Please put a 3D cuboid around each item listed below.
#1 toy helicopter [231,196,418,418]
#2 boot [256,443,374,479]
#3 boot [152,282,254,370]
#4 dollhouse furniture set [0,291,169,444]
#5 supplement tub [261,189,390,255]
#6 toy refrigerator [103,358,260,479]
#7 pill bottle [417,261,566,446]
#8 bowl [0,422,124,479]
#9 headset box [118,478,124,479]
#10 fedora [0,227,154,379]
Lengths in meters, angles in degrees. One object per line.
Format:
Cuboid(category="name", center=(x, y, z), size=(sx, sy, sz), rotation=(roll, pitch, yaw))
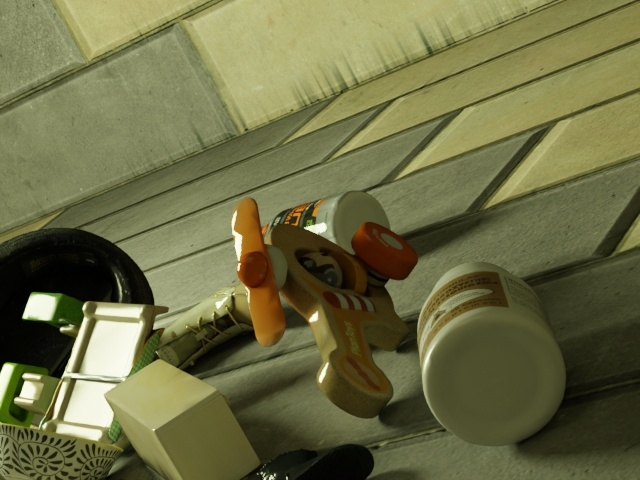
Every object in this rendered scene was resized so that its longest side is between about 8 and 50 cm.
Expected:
Cuboid(category="toy helicopter", center=(0.003, 0.078, 1.805), size=(0.140, 0.235, 0.355), rotation=(-55, 23, 19))
Cuboid(category="boot", center=(-0.008, 0.231, 1.584), size=(0.121, 0.045, 0.099), rotation=(-30, 9, -2))
Cuboid(category="boot", center=(-0.155, 0.126, 2.232), size=(0.165, 0.077, 0.213), rotation=(-34, 8, -24))
Cuboid(category="dollhouse furniture set", center=(-0.287, 0.189, 2.146), size=(0.301, 0.151, 0.198), rotation=(1, 69, 48))
Cuboid(category="supplement tub", center=(0.000, 0.000, 2.299), size=(0.190, 0.117, 0.117), rotation=(-16, 18, 46))
Cuboid(category="toy refrigerator", center=(-0.162, 0.215, 1.839), size=(0.094, 0.102, 0.269), rotation=(-32, 12, -15))
Cuboid(category="pill bottle", center=(0.160, 0.098, 1.534), size=(0.131, 0.131, 0.229), rotation=(-27, 13, 8))
Cuboid(category="bowl", center=(-0.331, 0.278, 1.940), size=(0.170, 0.170, 0.080), rotation=(-7, 68, 58))
Cuboid(category="headset box", center=(-0.230, 0.304, 1.793), size=(0.062, 0.032, 0.083), rotation=(-34, 12, -22))
Cuboid(category="fedora", center=(-0.416, 0.149, 2.440), size=(0.334, 0.334, 0.152), rotation=(-33, -21, -20))
